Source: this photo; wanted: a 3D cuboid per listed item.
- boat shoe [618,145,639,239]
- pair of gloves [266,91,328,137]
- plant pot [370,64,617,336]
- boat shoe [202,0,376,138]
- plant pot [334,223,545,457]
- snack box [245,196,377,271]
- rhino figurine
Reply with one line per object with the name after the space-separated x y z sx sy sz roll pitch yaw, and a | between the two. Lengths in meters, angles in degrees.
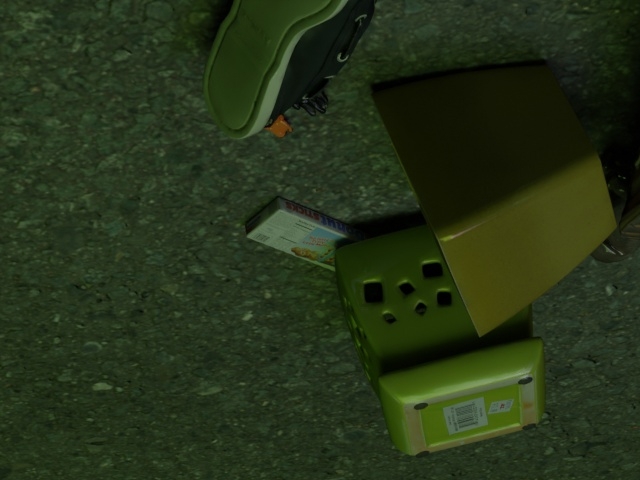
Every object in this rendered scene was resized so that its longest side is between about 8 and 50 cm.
0.380 -0.078 1.719 0.123 0.116 0.324 3 164 -4 | boat shoe
-0.037 -0.144 1.780 0.083 0.010 0.074 -28 139 24 | pair of gloves
0.195 -0.063 1.784 0.187 0.212 0.212 -25 144 3 | plant pot
-0.001 -0.230 1.579 0.113 0.127 0.340 -19 149 -38 | boat shoe
0.153 0.122 2.005 0.227 0.207 0.228 -14 150 0 | plant pot
0.000 0.000 1.985 0.178 0.022 0.064 22 134 -35 | snack box
0.364 -0.055 1.907 0.106 0.073 0.243 28 138 -15 | rhino figurine
